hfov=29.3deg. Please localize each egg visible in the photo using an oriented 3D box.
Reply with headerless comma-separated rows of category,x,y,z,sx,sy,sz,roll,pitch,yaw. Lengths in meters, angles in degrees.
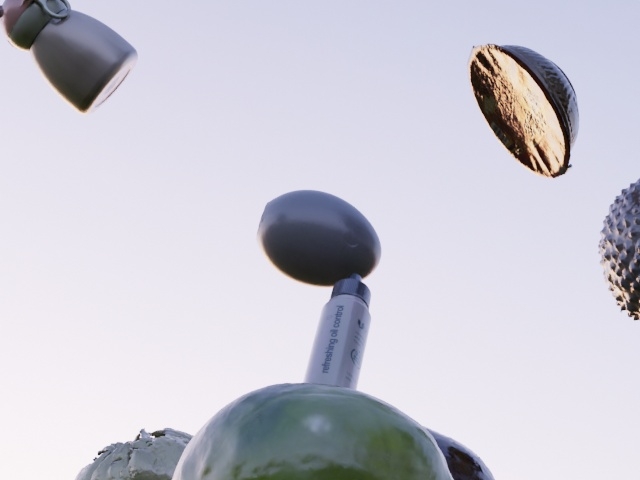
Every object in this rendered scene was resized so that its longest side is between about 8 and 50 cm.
egg,0.000,0.000,2.252,0.231,0.176,0.176,18,-31,1

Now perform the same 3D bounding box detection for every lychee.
lychee,0.602,0.025,2.014,0.300,0.300,0.300,3,-31,2

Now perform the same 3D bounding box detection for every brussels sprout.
brussels sprout,-0.014,0.310,1.307,0.344,0.268,0.344,4,-61,7

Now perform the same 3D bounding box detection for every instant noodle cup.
instant noodle cup,0.372,-0.242,2.116,0.090,0.274,0.274,-33,-28,-16

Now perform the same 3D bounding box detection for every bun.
bun,-0.279,0.378,1.919,0.259,0.152,0.259,-29,-4,-2

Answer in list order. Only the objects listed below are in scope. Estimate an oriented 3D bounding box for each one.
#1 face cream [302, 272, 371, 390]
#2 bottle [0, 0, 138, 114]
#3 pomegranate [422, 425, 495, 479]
face cream,0.035,0.166,2.065,0.092,0.311,0.092,7,-49,8
bottle,-0.441,-0.338,2.072,0.236,0.147,0.147,40,-38,-3
pomegranate,0.093,0.419,1.658,0.285,0.341,0.285,19,-30,11
